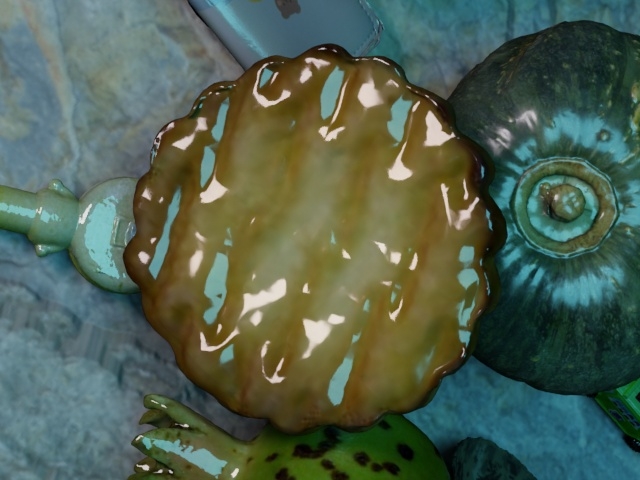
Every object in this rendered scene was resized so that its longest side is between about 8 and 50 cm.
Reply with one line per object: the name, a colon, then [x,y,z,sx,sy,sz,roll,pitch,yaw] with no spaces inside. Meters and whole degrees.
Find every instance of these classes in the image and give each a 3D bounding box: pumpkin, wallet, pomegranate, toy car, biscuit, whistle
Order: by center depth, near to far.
biscuit: [0.000,0.000,1.404,0.325,0.107,0.326,0,91,20]
pomegranate: [-0.026,0.251,1.460,0.285,0.231,0.231,2,89,-11]
whistle: [-0.213,-0.015,1.467,0.198,0.057,0.104,15,84,-22]
wallet: [-0.055,-0.235,1.525,0.231,0.069,0.170,51,56,-17]
pumpkin: [0.224,-0.032,1.531,0.291,0.257,0.328,34,86,-4]
toy car: [0.306,0.142,1.667,0.071,0.062,0.165,-46,105,-16]

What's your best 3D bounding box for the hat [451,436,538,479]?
hat: [0.161,0.328,1.568,0.128,0.265,0.265,-40,107,21]
